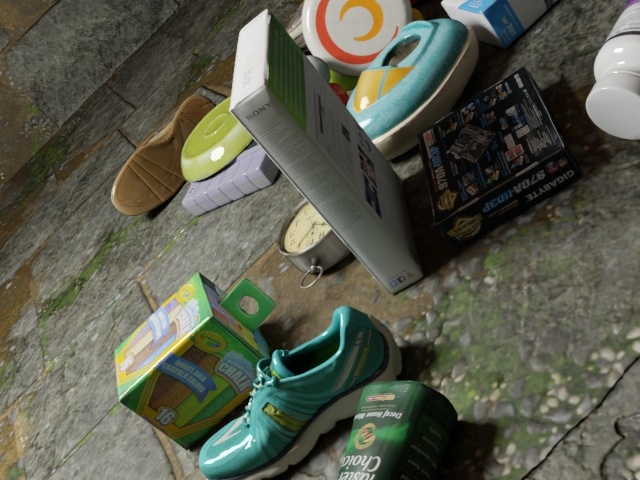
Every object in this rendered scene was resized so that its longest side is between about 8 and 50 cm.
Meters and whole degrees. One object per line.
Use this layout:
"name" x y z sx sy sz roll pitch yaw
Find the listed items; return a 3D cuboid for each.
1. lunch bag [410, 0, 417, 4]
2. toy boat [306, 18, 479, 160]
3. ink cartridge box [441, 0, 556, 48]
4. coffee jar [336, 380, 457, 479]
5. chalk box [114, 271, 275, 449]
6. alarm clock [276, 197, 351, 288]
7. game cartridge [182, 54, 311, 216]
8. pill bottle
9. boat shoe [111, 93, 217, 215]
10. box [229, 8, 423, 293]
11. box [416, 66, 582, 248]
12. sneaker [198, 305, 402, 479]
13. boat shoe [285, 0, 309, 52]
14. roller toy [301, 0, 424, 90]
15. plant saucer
"lunch bag" 0.231 -0.585 1.541 0.293 0.120 0.258 -28 33 27
"toy boat" 0.082 -0.245 1.257 0.318 0.148 0.268 4 54 53
"ink cartridge box" 0.306 -0.403 1.246 0.190 0.082 0.140 -41 29 1
"coffee jar" 0.059 0.226 0.740 0.096 0.079 0.184 -14 41 43
"chalk box" -0.153 0.145 1.063 0.213 0.132 0.132 -43 28 5
"alarm clock" 0.000 0.000 1.128 0.129 0.064 0.192 -25 32 31
"game cartridge" -0.132 -0.218 1.593 0.230 0.068 0.355 -24 34 40
"pill bottle" 0.373 -0.210 0.881 0.108 0.108 0.194 5 56 54
"boat shoe" -0.355 -0.182 1.782 0.123 0.123 0.342 -23 33 58
"box" 0.011 -0.112 0.993 0.058 0.322 0.232 -30 31 18
"box" 0.217 -0.112 1.009 0.175 0.051 0.220 -32 31 21
"sneaker" -0.039 0.173 0.903 0.275 0.110 0.107 -40 29 9
"boat shoe" 0.013 -0.441 1.630 0.132 0.130 0.355 -60 13 -12
"roller toy" 0.064 -0.391 1.410 0.209 0.191 0.146 -34 11 6
"plant saucer" -0.197 -0.220 1.581 0.241 0.037 0.241 -32 31 21
